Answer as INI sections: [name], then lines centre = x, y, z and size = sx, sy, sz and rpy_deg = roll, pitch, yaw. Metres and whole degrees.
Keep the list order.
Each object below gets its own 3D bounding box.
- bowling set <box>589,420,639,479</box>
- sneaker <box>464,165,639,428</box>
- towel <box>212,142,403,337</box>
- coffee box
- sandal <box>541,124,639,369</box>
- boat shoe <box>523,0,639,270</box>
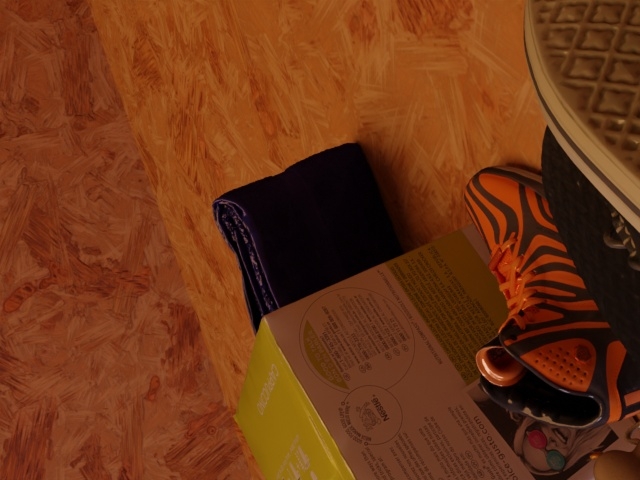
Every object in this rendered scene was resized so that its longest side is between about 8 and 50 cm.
[bowling set]
centre = 0.349, 0.250, 0.636
size = 0.287, 0.154, 0.199
rpy_deg = 40, 157, 57
[sneaker]
centre = 0.218, 0.056, 0.940
size = 0.321, 0.180, 0.124
rpy_deg = 53, 153, 31
[towel]
centre = 0.000, 0.000, 1.247
size = 0.076, 0.308, 0.227
rpy_deg = -9, 104, 39
[coffee box]
centre = 0.121, 0.238, 1.128
size = 0.338, 0.335, 0.337
rpy_deg = 58, 156, 22
[sandal]
centre = 0.337, 0.048, 0.800
size = 0.445, 0.107, 0.168
rpy_deg = 59, 158, -13
[boat shoe]
centre = 0.274, -0.031, 0.585
size = 0.156, 0.187, 0.500
rpy_deg = 62, -174, -55
